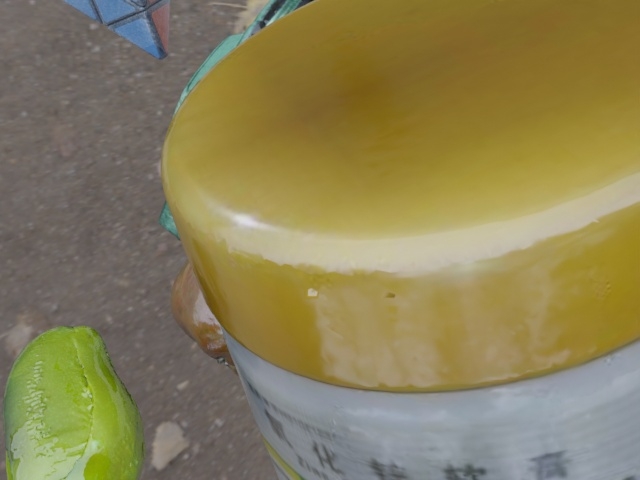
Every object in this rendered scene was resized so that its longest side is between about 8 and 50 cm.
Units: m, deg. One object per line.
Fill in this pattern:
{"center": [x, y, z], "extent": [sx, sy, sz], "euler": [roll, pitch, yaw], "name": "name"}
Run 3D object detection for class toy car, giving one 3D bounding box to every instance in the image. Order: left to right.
{"center": [-0.084, -0.124, 1.200], "extent": [0.097, 0.141, 0.320], "euler": [33, 145, -1], "name": "toy car"}

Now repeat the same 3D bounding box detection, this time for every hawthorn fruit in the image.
{"center": [-0.092, 0.071, 2.037], "extent": [0.268, 0.268, 0.300], "euler": [31, 92, 8], "name": "hawthorn fruit"}

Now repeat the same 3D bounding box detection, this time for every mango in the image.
{"center": [-0.157, 0.122, 0.792], "extent": [0.091, 0.165, 0.074], "euler": [-13, 130, 2], "name": "mango"}

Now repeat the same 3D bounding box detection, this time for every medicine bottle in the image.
{"center": [0.076, 0.025, 0.538], "extent": [0.238, 0.238, 0.231], "euler": [-7, 124, 16], "name": "medicine bottle"}

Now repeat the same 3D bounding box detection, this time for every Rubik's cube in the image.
{"center": [-0.308, -0.432, 1.775], "extent": [0.233, 0.229, 0.228], "euler": [-58, 46, 25], "name": "Rubik's cube"}
